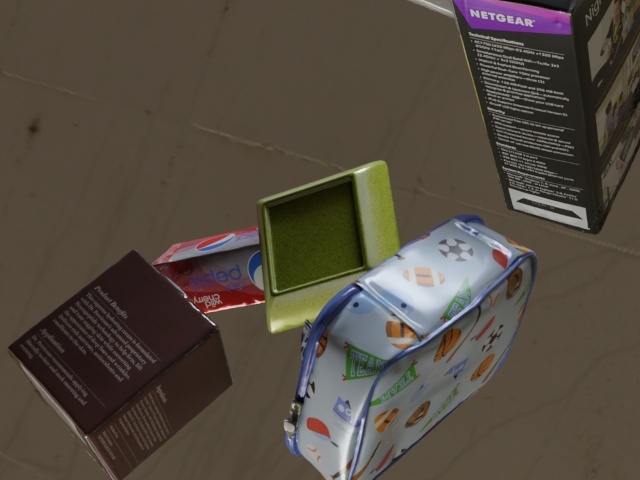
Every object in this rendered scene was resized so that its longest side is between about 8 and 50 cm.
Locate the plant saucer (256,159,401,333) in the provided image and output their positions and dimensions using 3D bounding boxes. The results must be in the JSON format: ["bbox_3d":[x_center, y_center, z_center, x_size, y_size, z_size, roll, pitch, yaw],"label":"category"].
[{"bbox_3d":[0.000,0.000,1.186,0.188,0.045,0.188,-17,-117,20],"label":"plant saucer"}]

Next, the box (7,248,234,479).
[{"bbox_3d":[-0.245,0.159,1.218,0.203,0.167,0.168,-39,-117,-21],"label":"box"}]

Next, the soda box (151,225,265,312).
[{"bbox_3d":[-0.097,0.035,1.351,0.263,0.083,0.092,-11,-70,22],"label":"soda box"}]

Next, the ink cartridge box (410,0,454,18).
[{"bbox_3d":[0.190,-0.359,1.072,0.134,0.078,0.231,21,-79,-4],"label":"ink cartridge box"}]

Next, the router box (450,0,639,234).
[{"bbox_3d":[0.119,-0.112,0.378,0.046,0.133,0.179,19,-112,28],"label":"router box"}]

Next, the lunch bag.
[{"bbox_3d":[0.090,0.122,1.003,0.115,0.303,0.243,37,-44,28],"label":"lunch bag"}]
